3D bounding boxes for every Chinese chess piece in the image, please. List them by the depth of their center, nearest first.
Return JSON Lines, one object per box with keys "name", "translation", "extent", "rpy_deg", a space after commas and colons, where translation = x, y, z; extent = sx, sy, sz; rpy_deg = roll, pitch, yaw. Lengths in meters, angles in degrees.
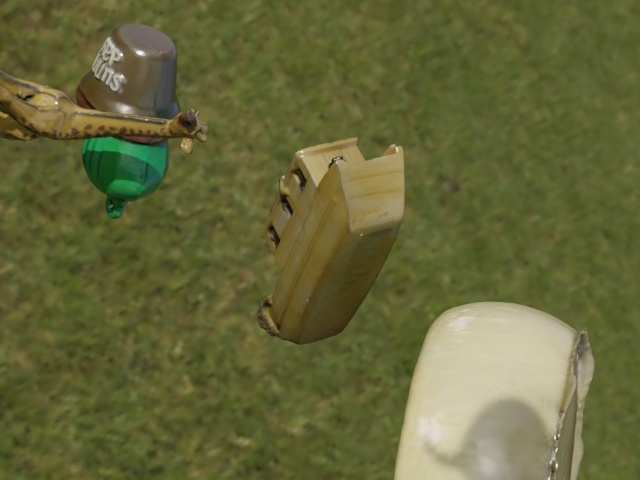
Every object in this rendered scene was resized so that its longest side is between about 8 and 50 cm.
{"name": "Chinese chess piece", "translation": [0.154, 0.224, 1.425], "extent": [0.338, 0.140, 0.338], "rpy_deg": [8, 90, -75]}

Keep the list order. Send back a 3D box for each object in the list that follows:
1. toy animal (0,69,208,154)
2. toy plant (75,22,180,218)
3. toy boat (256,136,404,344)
{"name": "toy animal", "translation": [-0.247, -0.122, 1.487], "extent": [0.275, 0.149, 0.054], "rpy_deg": [16, 65, -18]}
{"name": "toy plant", "translation": [-0.203, -0.121, 1.624], "extent": [0.105, 0.200, 0.143], "rpy_deg": [-1, 34, -36]}
{"name": "toy boat", "translation": [0.000, 0.000, 1.012], "extent": [0.057, 0.200, 0.077], "rpy_deg": [-15, 61, -27]}
